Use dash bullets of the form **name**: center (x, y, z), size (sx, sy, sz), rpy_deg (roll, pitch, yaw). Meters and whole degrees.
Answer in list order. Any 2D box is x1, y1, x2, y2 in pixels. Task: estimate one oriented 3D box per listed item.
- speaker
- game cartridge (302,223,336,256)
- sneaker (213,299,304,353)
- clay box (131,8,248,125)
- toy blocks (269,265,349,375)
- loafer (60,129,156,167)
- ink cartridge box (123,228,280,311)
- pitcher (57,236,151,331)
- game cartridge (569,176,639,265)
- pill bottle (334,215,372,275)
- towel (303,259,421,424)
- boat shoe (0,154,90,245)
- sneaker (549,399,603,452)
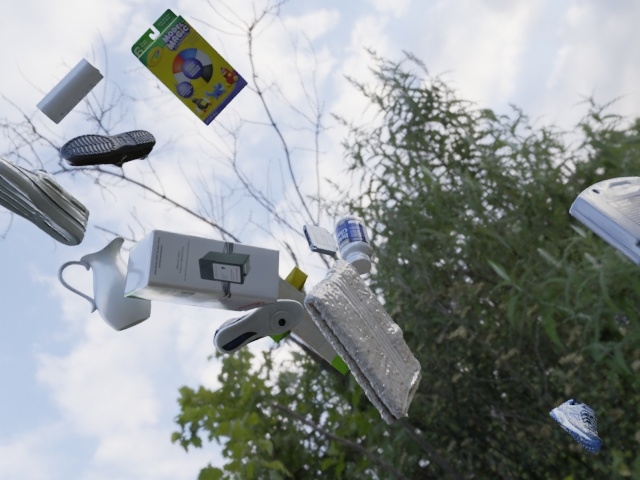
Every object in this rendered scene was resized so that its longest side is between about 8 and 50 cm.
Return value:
- **speaker**: center (-0.494, -0.296, 1.291), size (0.136, 0.055, 0.055), rpy_deg (-47, -33, -4)
- **game cartridge**: center (0.000, 0.000, 1.237), size (0.055, 0.083, 0.017), rpy_deg (10, -59, -21)
- **sneaker**: center (-0.152, 0.189, 1.519), size (0.216, 0.079, 0.121), rpy_deg (-21, 6, -17)
- **clay box**: center (-0.272, -0.358, 1.346), size (0.222, 0.053, 0.127), rpy_deg (43, -90, -14)
- **toy blocks**: center (-0.035, 0.233, 1.830), size (0.191, 0.381, 0.261), rpy_deg (-51, -18, -8)
- **loafer**: center (-0.483, -0.196, 1.499), size (0.220, 0.080, 0.078), rpy_deg (-14, -40, -34)
- **ink cartridge box**: center (-0.246, 0.070, 1.357), size (0.272, 0.115, 0.198), rpy_deg (11, -16, -28)
- **pitcher**: center (-0.513, 0.118, 1.561), size (0.177, 0.207, 0.125), rpy_deg (-24, -6, -17)
- **game cartridge**: center (0.630, -0.049, 1.270), size (0.294, 0.196, 0.060), rpy_deg (-11, -42, -33)
- **pill bottle**: center (0.097, 0.016, 1.873), size (0.094, 0.169, 0.094), rpy_deg (-6, -45, -6)
- **towel**: center (0.086, 0.179, 1.191), size (0.049, 0.282, 0.187), rpy_deg (-34, 5, 26)
- **boat shoe**: center (-0.465, -0.078, 1.062), size (0.083, 0.076, 0.226), rpy_deg (-3, -34, 20)
- **sneaker**: center (0.427, 0.295, 1.068), size (0.058, 0.052, 0.135), rpy_deg (-43, 10, 1)
